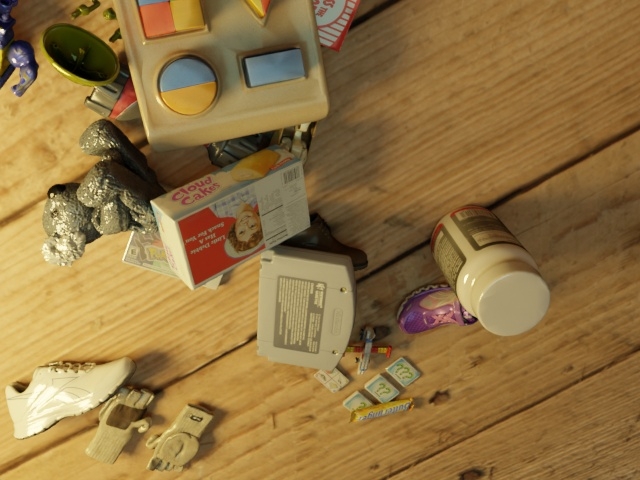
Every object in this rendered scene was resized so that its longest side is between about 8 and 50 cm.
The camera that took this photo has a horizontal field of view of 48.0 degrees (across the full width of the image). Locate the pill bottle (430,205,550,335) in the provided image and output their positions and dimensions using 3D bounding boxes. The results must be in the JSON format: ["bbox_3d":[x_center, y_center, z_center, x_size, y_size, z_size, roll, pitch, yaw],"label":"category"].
[{"bbox_3d":[0.326,0.056,1.401,0.161,0.283,0.161,-3,116,-6],"label":"pill bottle"}]

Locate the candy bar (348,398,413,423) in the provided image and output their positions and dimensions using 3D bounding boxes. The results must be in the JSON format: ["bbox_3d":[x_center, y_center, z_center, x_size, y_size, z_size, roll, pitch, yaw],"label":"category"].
[{"bbox_3d":[0.142,0.394,1.669,0.162,0.018,0.040,-8,127,-15],"label":"candy bar"}]

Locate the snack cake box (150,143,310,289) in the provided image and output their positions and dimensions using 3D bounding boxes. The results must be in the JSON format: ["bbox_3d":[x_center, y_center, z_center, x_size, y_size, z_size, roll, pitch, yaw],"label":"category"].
[{"bbox_3d":[-0.152,-0.046,1.287,0.264,0.089,0.152,-29,133,-26],"label":"snack cake box"}]

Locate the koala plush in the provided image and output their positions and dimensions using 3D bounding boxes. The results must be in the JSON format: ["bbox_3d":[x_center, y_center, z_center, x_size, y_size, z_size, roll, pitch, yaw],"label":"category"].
[{"bbox_3d":[-0.405,-0.059,1.289,0.221,0.196,0.203,-31,133,11],"label":"koala plush"}]

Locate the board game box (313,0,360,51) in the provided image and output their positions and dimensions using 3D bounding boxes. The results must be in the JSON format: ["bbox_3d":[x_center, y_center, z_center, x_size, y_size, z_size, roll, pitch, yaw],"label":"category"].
[{"bbox_3d":[-0.029,-0.434,1.249,0.194,0.045,0.146,17,111,-16],"label":"board game box"}]

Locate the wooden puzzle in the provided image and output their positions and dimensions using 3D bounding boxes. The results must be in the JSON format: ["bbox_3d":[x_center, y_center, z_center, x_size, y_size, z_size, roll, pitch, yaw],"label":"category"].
[{"bbox_3d":[-0.158,-0.334,1.180,0.322,0.080,0.347,-13,112,-9],"label":"wooden puzzle"}]

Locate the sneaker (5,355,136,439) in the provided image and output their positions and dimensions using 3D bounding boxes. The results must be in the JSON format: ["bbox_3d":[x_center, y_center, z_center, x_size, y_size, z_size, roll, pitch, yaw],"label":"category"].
[{"bbox_3d":[-0.526,0.305,1.493,0.297,0.111,0.129,-25,91,3],"label":"sneaker"}]

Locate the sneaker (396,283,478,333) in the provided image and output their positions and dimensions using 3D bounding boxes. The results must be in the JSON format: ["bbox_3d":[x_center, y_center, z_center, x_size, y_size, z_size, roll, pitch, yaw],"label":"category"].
[{"bbox_3d":[0.280,0.146,1.538,0.237,0.104,0.095,-21,118,3],"label":"sneaker"}]

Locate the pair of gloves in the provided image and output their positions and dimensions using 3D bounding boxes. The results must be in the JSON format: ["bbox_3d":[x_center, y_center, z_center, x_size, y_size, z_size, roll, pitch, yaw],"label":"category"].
[{"bbox_3d":[-0.383,0.425,1.611,0.240,0.042,0.204,21,107,-19],"label":"pair of gloves"}]

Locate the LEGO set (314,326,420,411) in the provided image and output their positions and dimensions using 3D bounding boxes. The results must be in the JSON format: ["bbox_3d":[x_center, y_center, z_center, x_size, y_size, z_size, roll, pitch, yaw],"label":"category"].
[{"bbox_3d":[0.093,0.297,1.608,0.182,0.060,0.244,-39,117,10],"label":"LEGO set"}]

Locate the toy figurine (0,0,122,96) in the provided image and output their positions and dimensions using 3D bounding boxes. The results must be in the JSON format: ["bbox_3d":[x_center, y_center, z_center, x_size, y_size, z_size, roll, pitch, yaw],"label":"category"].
[{"bbox_3d":[-0.522,-0.337,1.203,0.363,0.191,0.217,28,137,-18],"label":"toy figurine"}]

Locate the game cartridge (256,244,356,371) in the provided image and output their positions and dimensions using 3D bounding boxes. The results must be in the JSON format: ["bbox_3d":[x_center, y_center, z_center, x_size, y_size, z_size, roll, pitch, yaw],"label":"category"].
[{"bbox_3d":[-0.028,0.140,1.457,0.198,0.062,0.297,7,128,0],"label":"game cartridge"}]

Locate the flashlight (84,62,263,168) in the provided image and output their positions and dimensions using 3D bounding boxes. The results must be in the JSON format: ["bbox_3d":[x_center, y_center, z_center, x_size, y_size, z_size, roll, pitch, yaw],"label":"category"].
[{"bbox_3d":[-0.264,-0.213,1.294,0.304,0.103,0.103,28,148,-22],"label":"flashlight"}]

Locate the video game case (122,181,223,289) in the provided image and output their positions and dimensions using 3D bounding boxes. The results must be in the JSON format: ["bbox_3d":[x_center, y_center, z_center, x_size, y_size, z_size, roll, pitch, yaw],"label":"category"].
[{"bbox_3d":[-0.270,-0.007,1.431,0.202,0.023,0.183,19,111,-16],"label":"video game case"}]

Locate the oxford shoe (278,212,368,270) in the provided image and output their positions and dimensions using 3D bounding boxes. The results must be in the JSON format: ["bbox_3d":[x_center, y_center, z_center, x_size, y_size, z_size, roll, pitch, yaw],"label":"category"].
[{"bbox_3d":[0.000,0.000,1.441,0.227,0.082,0.096,18,109,-16],"label":"oxford shoe"}]

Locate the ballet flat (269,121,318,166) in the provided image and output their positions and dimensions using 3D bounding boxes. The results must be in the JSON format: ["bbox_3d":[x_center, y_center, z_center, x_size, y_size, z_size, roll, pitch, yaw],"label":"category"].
[{"bbox_3d":[-0.046,-0.201,1.342,0.080,0.073,0.232,9,114,-14],"label":"ballet flat"}]
